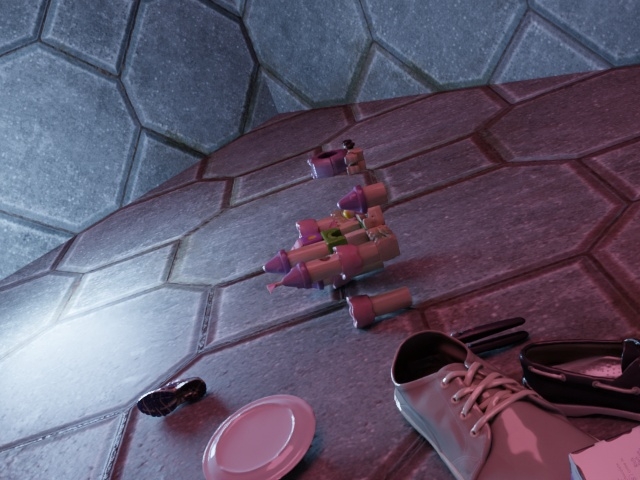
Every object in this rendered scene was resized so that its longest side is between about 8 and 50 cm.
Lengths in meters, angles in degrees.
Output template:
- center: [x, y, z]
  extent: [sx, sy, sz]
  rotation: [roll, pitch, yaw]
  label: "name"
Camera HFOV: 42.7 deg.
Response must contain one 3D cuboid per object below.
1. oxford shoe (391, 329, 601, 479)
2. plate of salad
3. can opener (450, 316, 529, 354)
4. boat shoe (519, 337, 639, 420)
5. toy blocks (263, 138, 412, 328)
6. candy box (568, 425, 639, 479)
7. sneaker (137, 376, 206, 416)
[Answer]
- center: [0.226, 0.239, 1.106]
  extent: [0.169, 0.130, 0.449]
  rotation: [-24, 23, -18]
  label: "oxford shoe"
- center: [-0.095, 0.327, 1.307]
  extent: [0.200, 0.048, 0.199]
  rotation: [-21, 30, 13]
  label: "plate of salad"
- center: [0.252, 0.166, 1.350]
  extent: [0.186, 0.059, 0.073]
  rotation: [-21, 20, 2]
  label: "can opener"
- center: [0.418, 0.180, 1.109]
  extent: [0.303, 0.091, 0.114]
  rotation: [-10, 24, 28]
  label: "boat shoe"
- center: [0.000, 0.000, 1.645]
  extent: [0.260, 0.308, 0.288]
  rotation: [-17, 20, -5]
  label: "toy blocks"
- center: [0.388, 0.272, 0.859]
  extent: [0.196, 0.070, 0.164]
  rotation: [-21, 48, 1]
  label: "candy box"
- center: [-0.284, 0.297, 1.573]
  extent: [0.135, 0.052, 0.058]
  rotation: [-16, 10, -7]
  label: "sneaker"
